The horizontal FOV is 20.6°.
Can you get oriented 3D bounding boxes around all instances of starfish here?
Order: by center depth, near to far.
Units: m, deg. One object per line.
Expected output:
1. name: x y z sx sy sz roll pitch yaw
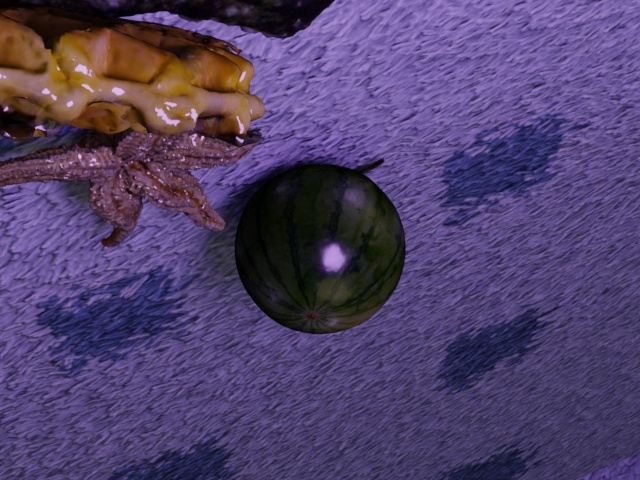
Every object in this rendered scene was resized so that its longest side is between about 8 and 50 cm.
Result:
1. starfish: -0.159 -0.084 1.745 0.301 0.084 0.293 -28 156 12

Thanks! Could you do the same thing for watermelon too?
1. watermelon: 0.000 0.000 1.928 0.188 0.215 0.188 3 137 3

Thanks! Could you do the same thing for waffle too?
1. waffle: -0.249 -0.143 1.345 0.382 0.379 0.095 0 102 -41

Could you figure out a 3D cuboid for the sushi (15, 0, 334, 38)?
1. sushi: -0.121 -0.270 1.286 0.350 0.211 0.171 11 134 -17
